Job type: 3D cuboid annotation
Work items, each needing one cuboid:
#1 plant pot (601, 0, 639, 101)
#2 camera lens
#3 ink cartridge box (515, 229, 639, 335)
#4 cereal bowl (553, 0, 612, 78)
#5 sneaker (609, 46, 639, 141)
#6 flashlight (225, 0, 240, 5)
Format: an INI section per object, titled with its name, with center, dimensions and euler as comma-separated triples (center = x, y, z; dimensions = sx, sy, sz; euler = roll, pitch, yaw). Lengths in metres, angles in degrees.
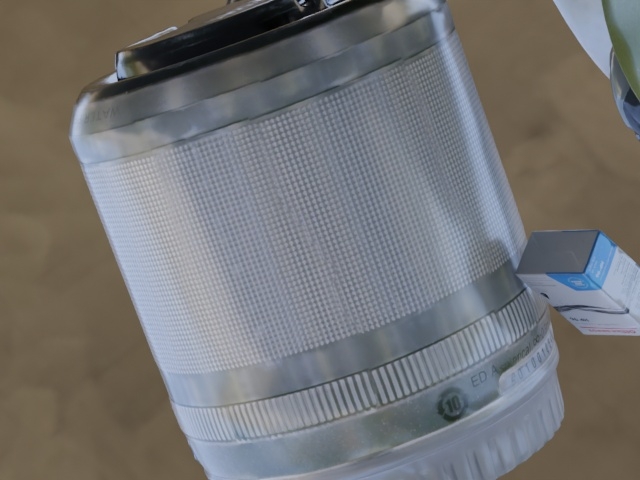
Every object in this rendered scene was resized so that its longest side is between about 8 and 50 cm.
[plant pot]
center = 0.293, -0.165, 0.912
dimensions = 0.275, 0.293, 0.274
euler = 0, -97, -1
[camera lens]
center = 0.000, 0.000, 1.061
dimensions = 0.219, 0.274, 0.219
euler = -20, -170, 4
[ink cartridge box]
center = 0.149, 0.027, 1.015
dimensions = 0.048, 0.083, 0.028
euler = -1, -121, 48
[cereal bowl]
center = 0.281, -0.298, 1.627
dimensions = 0.141, 0.339, 0.339
euler = -21, -137, 26
[sneaker]
center = 0.304, -0.106, 1.244
dimensions = 0.106, 0.267, 0.101
euler = -23, -111, 54
[flashlight]
center = -0.035, -0.117, 1.543
dimensions = 0.103, 0.103, 0.304
euler = -29, -153, 26
